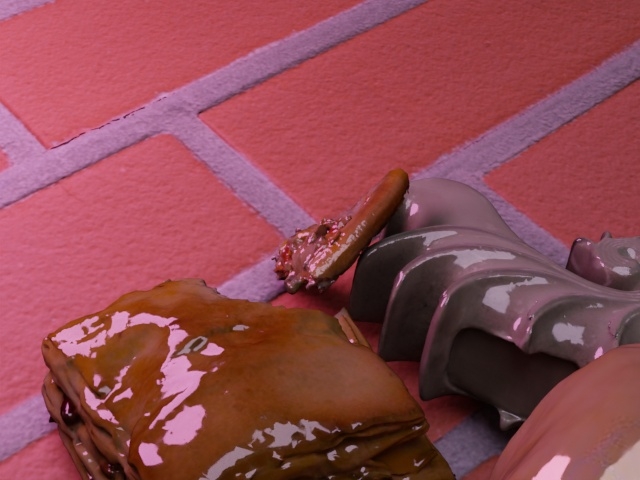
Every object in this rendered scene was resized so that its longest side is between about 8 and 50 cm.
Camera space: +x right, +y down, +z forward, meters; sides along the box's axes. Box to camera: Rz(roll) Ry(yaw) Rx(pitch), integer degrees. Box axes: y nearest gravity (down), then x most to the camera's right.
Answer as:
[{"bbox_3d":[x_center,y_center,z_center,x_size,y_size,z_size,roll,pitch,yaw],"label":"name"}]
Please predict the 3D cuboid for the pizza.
[{"bbox_3d":[0.000,0.000,1.316,0.052,0.195,0.185,49,55,-9],"label":"pizza"}]

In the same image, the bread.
[{"bbox_3d":[-0.062,0.163,1.154,0.314,0.191,0.370,-18,51,-21],"label":"bread"}]

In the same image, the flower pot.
[{"bbox_3d":[0.209,0.073,1.289,0.368,0.164,0.254,20,38,15],"label":"flower pot"}]

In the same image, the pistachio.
[{"bbox_3d":[0.247,0.239,1.030,0.238,0.229,0.321,15,69,37],"label":"pistachio"}]
